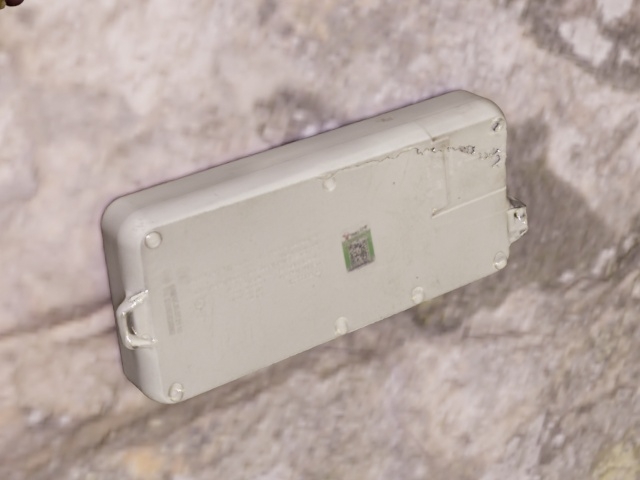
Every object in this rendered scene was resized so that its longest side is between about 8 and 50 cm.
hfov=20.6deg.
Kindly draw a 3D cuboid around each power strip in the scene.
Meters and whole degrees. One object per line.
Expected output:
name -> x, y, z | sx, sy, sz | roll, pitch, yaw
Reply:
power strip -> 0.000, 0.000, 0.701 | 0.192, 0.035, 0.081 | -20, 119, -27

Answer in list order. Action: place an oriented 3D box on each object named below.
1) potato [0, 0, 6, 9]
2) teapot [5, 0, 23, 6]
potato -> -0.163, -0.107, 0.447 | 0.191, 0.141, 0.296 | 3, 133, -35
teapot -> -0.110, -0.120, 0.568 | 0.067, 0.045, 0.100 | -13, 137, -5
